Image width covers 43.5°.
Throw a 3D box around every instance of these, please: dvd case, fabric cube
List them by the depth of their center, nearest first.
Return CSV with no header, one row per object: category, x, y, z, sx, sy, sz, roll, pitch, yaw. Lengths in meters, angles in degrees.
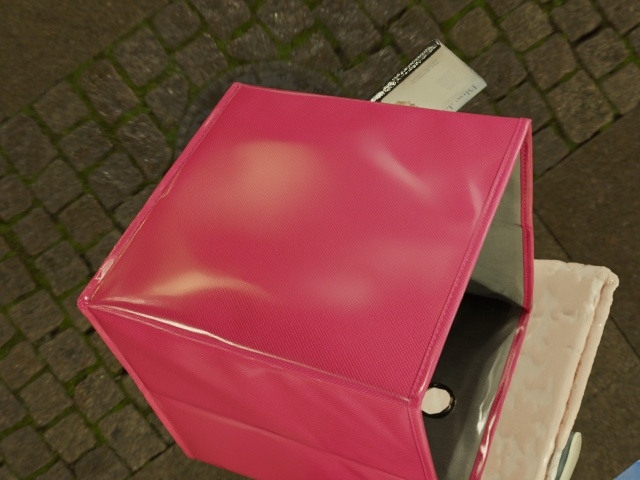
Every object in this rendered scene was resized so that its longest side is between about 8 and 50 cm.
fabric cube,0.017,0.057,0.660,0.258,0.259,0.254,11,54,23
dvd case,0.195,-0.267,1.484,0.180,0.253,0.022,-41,67,20

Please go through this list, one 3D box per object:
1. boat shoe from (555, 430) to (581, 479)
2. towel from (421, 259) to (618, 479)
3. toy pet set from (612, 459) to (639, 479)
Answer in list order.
boat shoe,0.514,0.524,1.782,0.079,0.095,0.254,25,122,32
towel,0.211,0.171,1.049,0.053,0.332,0.316,23,81,-29
toy pet set,0.190,0.170,0.481,0.114,0.122,0.065,-8,97,-29
